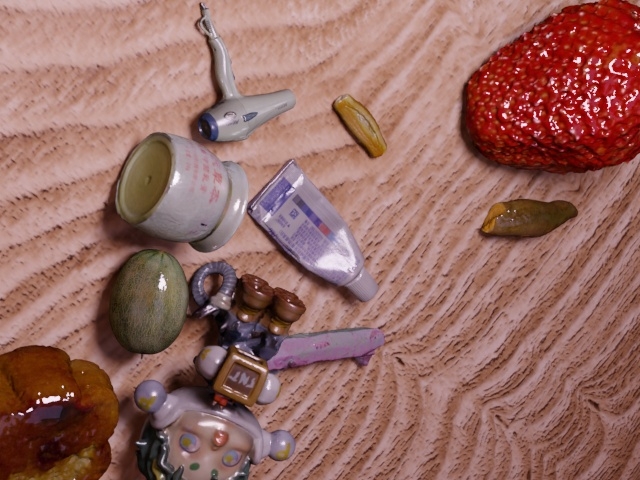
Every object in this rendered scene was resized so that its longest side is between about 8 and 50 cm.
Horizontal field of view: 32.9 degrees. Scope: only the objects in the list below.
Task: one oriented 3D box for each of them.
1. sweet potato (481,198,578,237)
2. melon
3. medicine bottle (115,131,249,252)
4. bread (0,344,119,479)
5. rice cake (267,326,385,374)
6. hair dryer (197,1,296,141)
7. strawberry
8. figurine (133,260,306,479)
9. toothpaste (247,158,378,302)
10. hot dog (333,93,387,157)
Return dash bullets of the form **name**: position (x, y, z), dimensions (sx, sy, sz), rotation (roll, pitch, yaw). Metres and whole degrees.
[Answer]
- **sweet potato**: position (0.405, -0.046, 2.020), dimensions (0.244, 0.077, 0.077), rotation (-6, 112, -32)
- **melon**: position (-0.250, 0.095, 1.584), dimensions (0.114, 0.114, 0.167), rotation (-1, 107, -35)
- **medicine bottle**: position (-0.193, -0.067, 1.537), dimensions (0.143, 0.147, 0.147), rotation (22, 94, -40)
- **bread**: position (-0.402, 0.273, 1.533), dimensions (0.247, 0.135, 0.232), rotation (-10, 118, -31)
- **rice cake**: position (-0.019, 0.193, 1.828), dimensions (0.290, 0.051, 0.081), rotation (-3, 110, -34)
- **hair dryer**: position (-0.111, -0.247, 1.600), dimensions (0.167, 0.067, 0.199), rotation (-9, 99, -43)
- **strawberry**: position (0.421, -0.232, 1.856), dimensions (0.351, 0.267, 0.312), rotation (-20, 128, 0)
- **figurine**: position (-0.147, 0.250, 1.660), dimensions (0.261, 0.186, 0.382), rotation (26, 99, -2)
- **toothpaste**: position (-0.001, 0.001, 1.765), dimensions (0.282, 0.068, 0.099), rotation (47, 49, -28)
- **hot dog**: position (0.068, -0.187, 1.751), dimensions (0.044, 0.028, 0.137), rotation (-34, 126, 12)
